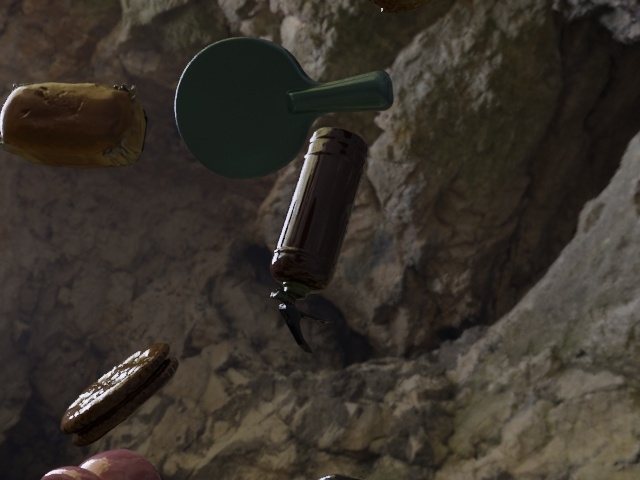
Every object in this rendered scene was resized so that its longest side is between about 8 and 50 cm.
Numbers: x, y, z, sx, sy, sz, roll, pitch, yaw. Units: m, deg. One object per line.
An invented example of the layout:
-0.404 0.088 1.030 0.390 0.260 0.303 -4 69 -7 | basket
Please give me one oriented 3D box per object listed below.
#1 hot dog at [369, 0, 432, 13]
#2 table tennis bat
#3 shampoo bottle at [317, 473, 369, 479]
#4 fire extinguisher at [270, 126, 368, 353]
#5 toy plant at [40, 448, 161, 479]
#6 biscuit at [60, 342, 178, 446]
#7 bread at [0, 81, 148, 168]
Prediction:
0.156 -0.421 0.931 0.175 0.114 0.259 42 160 -33 | hot dog
-0.044 -0.147 0.700 0.244 0.153 0.040 -5 -173 14 | table tennis bat
0.028 0.515 0.901 0.125 0.084 0.350 25 -127 -24 | shampoo bottle
0.000 0.000 1.020 0.138 0.102 0.344 31 -115 -35 | fire extinguisher
-0.447 0.539 1.149 0.210 0.317 0.356 3 -171 23 | toy plant
-0.336 0.257 1.098 0.066 0.220 0.220 54 -155 -9 | biscuit
-0.438 -0.206 1.152 0.241 0.136 0.107 4 166 8 | bread
